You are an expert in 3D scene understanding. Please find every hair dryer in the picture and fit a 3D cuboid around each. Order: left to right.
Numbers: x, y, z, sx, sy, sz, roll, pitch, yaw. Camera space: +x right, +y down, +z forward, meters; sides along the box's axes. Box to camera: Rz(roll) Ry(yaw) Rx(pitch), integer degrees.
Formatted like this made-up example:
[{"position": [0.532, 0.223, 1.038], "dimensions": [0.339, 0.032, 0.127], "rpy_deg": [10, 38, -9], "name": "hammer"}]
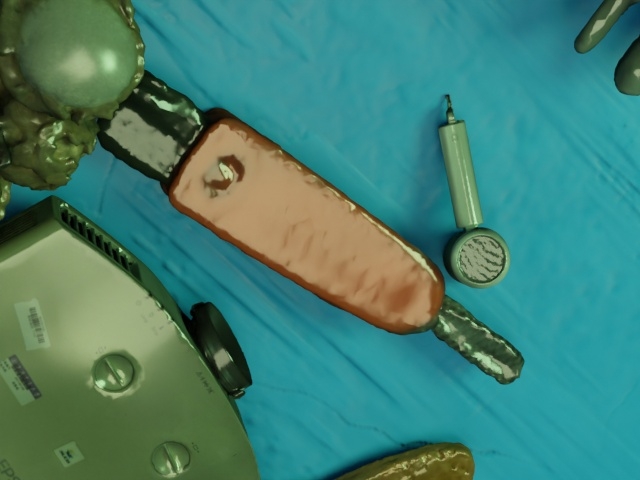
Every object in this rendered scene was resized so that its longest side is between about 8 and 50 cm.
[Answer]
[{"position": [0.090, -0.031, 1.003], "dimensions": [0.038, 0.063, 0.124], "rpy_deg": [-11, 90, -2], "name": "hair dryer"}]

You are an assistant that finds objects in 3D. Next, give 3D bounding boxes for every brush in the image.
[{"position": [0.000, 0.000, 1.001], "dimensions": [0.323, 0.051, 0.070], "rpy_deg": [35, 95, -14], "name": "brush"}]

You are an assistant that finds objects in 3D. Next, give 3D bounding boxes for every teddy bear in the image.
[{"position": [-0.226, -0.085, 0.883], "dimensions": [0.267, 0.156, 0.256], "rpy_deg": [44, 100, 22], "name": "teddy bear"}]

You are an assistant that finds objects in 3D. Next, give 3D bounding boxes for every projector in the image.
[{"position": [-0.141, 0.108, 0.997], "dimensions": [0.194, 0.088, 0.269], "rpy_deg": [-28, 111, 3], "name": "projector"}]

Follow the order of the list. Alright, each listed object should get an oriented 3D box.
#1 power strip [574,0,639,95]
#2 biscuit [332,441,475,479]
[{"position": [0.238, -0.181, 0.915], "dimensions": [0.139, 0.140, 0.224], "rpy_deg": [33, 102, -18], "name": "power strip"}, {"position": [0.014, 0.229, 1.089], "dimensions": [0.250, 0.035, 0.162], "rpy_deg": [-45, 114, 10], "name": "biscuit"}]
